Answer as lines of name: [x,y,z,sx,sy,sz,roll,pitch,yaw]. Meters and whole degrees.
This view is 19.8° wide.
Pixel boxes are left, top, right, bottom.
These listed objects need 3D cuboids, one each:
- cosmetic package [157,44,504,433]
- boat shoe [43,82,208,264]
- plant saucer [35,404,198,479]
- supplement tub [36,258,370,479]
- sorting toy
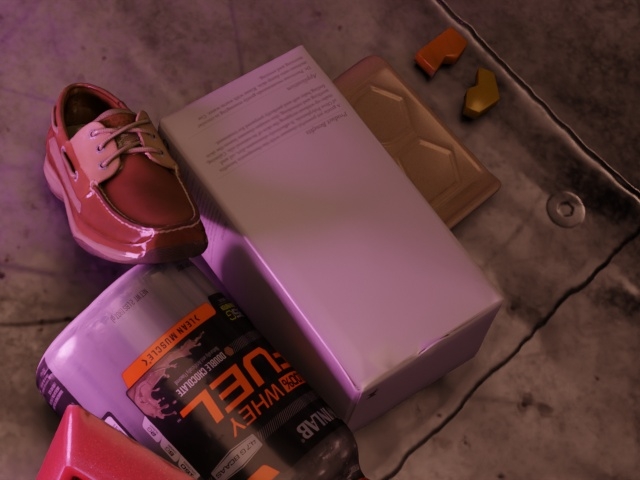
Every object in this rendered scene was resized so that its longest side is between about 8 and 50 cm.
cosmetic package: [0.000,0.000,1.940,0.197,0.155,0.365,-29,72,-21]
boat shoe: [-0.213,-0.075,1.893,0.122,0.120,0.324,-12,27,-24]
plant saucer: [-0.167,0.294,1.763,0.259,0.258,0.047,33,53,1]
supplement tub: [-0.107,0.193,1.852,0.338,0.207,0.207,46,65,7]
sorting toy: [0.094,-0.107,2.123,0.307,0.041,0.229,-38,76,-24]
